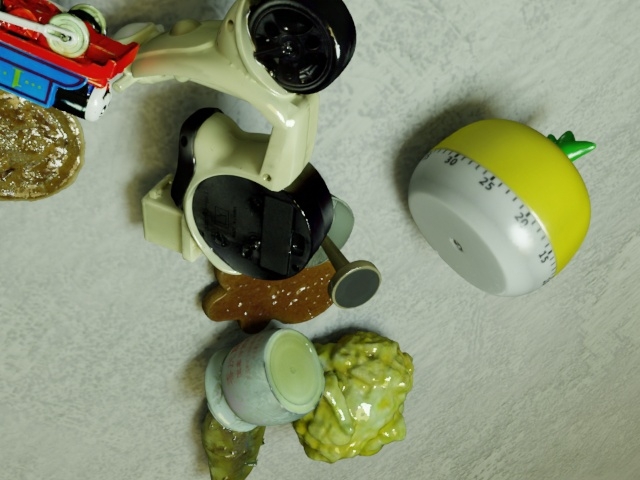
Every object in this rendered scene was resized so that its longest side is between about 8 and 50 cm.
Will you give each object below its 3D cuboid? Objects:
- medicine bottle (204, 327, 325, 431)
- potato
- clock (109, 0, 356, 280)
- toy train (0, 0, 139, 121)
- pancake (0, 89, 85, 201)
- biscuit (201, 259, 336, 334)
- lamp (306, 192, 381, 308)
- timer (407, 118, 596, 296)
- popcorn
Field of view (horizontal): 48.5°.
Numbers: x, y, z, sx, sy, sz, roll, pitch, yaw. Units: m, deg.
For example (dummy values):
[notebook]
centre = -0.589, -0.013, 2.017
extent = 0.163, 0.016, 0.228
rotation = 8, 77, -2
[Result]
[medicine bottle]
centre = -0.090, 0.220, 1.125
extent = 0.143, 0.147, 0.147
rotation = -22, 144, 35
[potato]
centre = -0.154, 0.356, 1.261
extent = 0.118, 0.090, 0.225
rotation = -8, 127, -24
[clock]
centre = -0.106, -0.119, 0.812
extent = 0.120, 0.277, 0.378
rotation = -56, 157, -48
[toy train]
centre = -0.297, -0.187, 0.699
extent = 0.204, 0.082, 0.131
rotation = 22, 116, -8
[pancake]
centre = -0.349, -0.110, 0.823
extent = 0.158, 0.028, 0.158
rotation = -14, 129, -18
[biscuit]
centre = -0.070, 0.074, 1.121
extent = 0.236, 0.039, 0.179
rotation = 6, 121, -34
[lamp]
centre = 0.000, 0.000, 0.979
extent = 0.121, 0.214, 0.121
rotation = -16, 133, -17
[timer]
centre = 0.297, -0.079, 1.065
extent = 0.285, 0.285, 0.285
rotation = -16, 131, -19
[popcorn]
centre = 0.055, 0.274, 1.250
extent = 0.256, 0.195, 0.255
rotation = -50, 141, -12
